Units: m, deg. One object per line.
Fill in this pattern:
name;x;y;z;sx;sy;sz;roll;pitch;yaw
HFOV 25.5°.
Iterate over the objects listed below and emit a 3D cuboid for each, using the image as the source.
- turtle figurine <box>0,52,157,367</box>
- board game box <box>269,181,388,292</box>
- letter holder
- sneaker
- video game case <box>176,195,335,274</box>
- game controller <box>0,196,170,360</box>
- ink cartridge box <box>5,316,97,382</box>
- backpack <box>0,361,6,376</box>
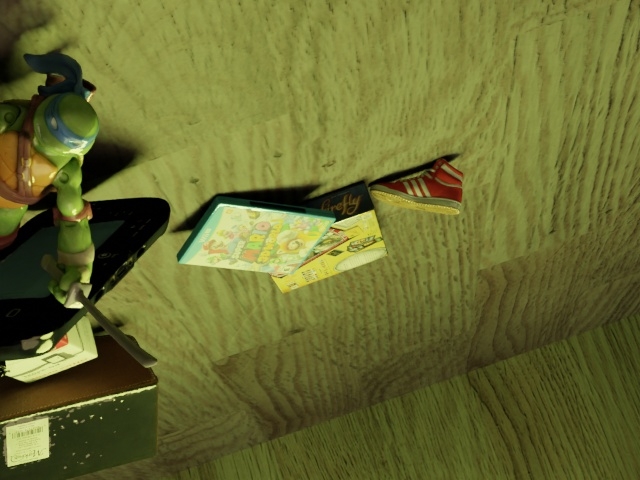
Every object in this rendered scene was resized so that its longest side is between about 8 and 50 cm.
turtle figurine;-0.294;-0.011;1.197;0.198;0.274;0.266;2;166;-39
board game box;0.000;0.000;1.906;0.165;0.042;0.243;-20;164;1
letter holder;-0.410;0.224;2.036;0.302;0.214;0.152;-12;130;-22
sneaker;0.126;-0.076;1.824;0.118;0.067;0.042;11;166;4
video game case;-0.079;-0.004;1.748;0.166;0.015;0.119;7;139;-32
game controller;-0.267;0.031;1.390;0.166;0.067;0.319;-13;-160;24
ink cartridge box;-0.375;0.135;1.884;0.109;0.063;0.150;-21;163;6
backpack;-0.463;0.153;1.729;0.084;0.105;0.114;-33;-179;32
